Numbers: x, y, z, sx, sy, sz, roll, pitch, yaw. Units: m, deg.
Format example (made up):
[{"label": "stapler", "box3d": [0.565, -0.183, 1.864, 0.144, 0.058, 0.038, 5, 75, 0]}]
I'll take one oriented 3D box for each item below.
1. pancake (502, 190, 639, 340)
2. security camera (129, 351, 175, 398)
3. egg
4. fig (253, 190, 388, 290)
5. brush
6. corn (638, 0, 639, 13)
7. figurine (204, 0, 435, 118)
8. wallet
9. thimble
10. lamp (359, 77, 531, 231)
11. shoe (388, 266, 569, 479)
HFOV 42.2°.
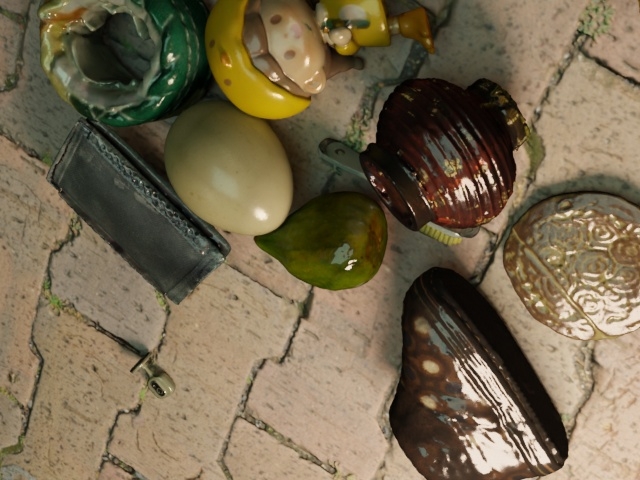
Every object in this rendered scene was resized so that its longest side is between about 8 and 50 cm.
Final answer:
[{"label": "pancake", "box3d": [0.410, 0.038, 1.266, 0.250, 0.031, 0.250, 7, 110, 21]}, {"label": "security camera", "box3d": [-0.328, 0.273, 1.641, 0.058, 0.058, 0.092, -38, 98, 28]}, {"label": "egg", "box3d": [-0.145, -0.116, 1.351, 0.253, 0.189, 0.188, 47, 119, 21]}, {"label": "fig", "box3d": [0.014, 0.010, 1.357, 0.233, 0.167, 0.167, -25, 96, 51]}, {"label": "brush", "box3d": [0.118, -0.071, 1.344, 0.297, 0.068, 0.060, 33, 138, 14]}, {"label": "corn", "box3d": [0.471, -0.414, 1.064, 0.091, 0.091, 0.260, 5, 113, -1]}, {"label": "figurine", "box3d": [-0.009, -0.310, 1.251, 0.344, 0.187, 0.215, -12, 92, 19]}, {"label": "wallet", "box3d": [-0.328, -0.050, 1.489, 0.342, 0.075, 0.237, 44, 139, -5]}, {"label": "thimble", "box3d": [-0.322, -0.327, 1.378, 0.288, 0.167, 0.254, 28, 115, 11]}, {"label": "lamp", "box3d": [0.183, -0.130, 1.206, 0.247, 0.247, 0.246, 7, 109, 21]}, {"label": "shoe", "box3d": [0.209, 0.240, 1.336, 0.237, 0.171, 0.384, -30, 101, 23]}]
